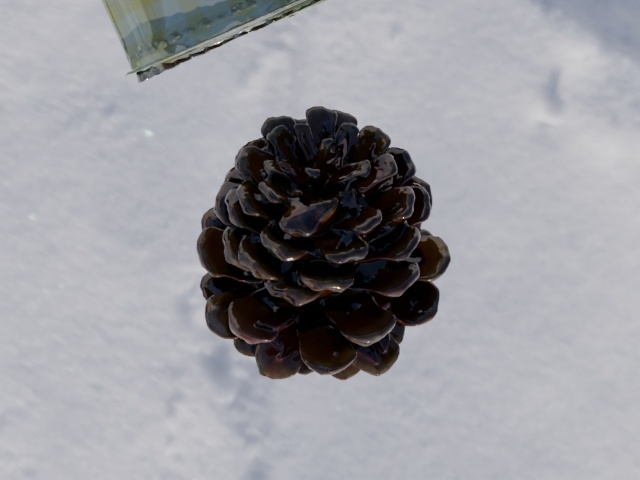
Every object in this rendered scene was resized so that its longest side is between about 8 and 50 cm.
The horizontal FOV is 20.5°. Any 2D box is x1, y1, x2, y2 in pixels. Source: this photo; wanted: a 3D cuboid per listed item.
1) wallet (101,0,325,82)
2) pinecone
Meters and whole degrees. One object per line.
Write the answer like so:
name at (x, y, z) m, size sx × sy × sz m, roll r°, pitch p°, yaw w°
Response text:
wallet at (-0.061, -0.256, 0.859) m, size 0.309 × 0.223 × 0.077 m, roll 67°, pitch 19°, yaw -8°
pinecone at (-0.003, -0.002, 0.673) m, size 0.102 × 0.102 × 0.109 m, roll -43°, pitch 143°, yaw -17°
